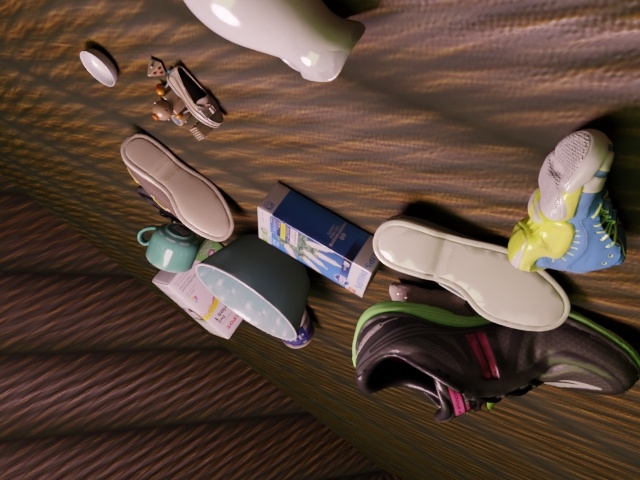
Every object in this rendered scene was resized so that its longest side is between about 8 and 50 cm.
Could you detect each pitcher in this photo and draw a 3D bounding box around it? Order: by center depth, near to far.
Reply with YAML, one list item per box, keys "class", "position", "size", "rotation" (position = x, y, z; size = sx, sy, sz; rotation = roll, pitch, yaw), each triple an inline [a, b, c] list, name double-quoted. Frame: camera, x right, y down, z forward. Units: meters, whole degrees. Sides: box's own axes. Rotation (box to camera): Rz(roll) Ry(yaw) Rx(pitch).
- class: "pitcher"
  position: [-0.071, -0.276, 0.627]
  size: [0.207, 0.126, 0.177]
  rotation: [32, 174, -22]

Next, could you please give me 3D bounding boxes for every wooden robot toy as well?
- class: "wooden robot toy"
  position: [-0.285, -0.248, 0.989]
  size: [0.076, 0.079, 0.173]
  rotation: [12, 147, 41]

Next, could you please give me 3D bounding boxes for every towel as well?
- class: "towel"
  position: [0.279, 0.190, 1.107]
  size: [0.187, 0.049, 0.282]
  rotation: [5, 141, 47]

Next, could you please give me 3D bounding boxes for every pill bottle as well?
- class: "pill bottle"
  position: [-0.089, 0.241, 1.603]
  size: [0.111, 0.112, 0.187]
  rotation: [22, 153, 27]

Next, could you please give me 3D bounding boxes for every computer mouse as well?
- class: "computer mouse"
  position: [-0.397, -0.102, 1.432]
  size: [0.188, 0.072, 0.272]
  rotation: [25, 167, 16]

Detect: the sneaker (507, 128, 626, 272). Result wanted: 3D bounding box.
- class: "sneaker"
  position: [0.315, -0.035, 0.623]
  size: [0.126, 0.091, 0.240]
  rotation: [12, 152, 6]

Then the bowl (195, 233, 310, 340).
- class: "bowl"
  position: [-0.148, 0.102, 1.357]
  size: [0.311, 0.163, 0.312]
  rotation: [28, 155, 15]

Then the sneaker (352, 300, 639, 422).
- class: "sneaker"
  position: [0.279, 0.226, 0.912]
  size: [0.482, 0.202, 0.185]
  rotation: [-3, 135, 30]

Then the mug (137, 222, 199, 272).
- class: "mug"
  position: [-0.409, 0.009, 1.433]
  size: [0.157, 0.098, 0.129]
  rotation: [14, -155, -28]

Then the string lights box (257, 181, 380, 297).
- class: "string lights box"
  position: [0.000, 0.000, 1.079]
  size: [0.259, 0.077, 0.133]
  rotation: [30, 155, 11]

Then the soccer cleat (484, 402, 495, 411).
- class: "soccer cleat"
  position: [0.344, 0.351, 1.288]
  size: [0.178, 0.072, 0.060]
  rotation: [20, 152, 30]

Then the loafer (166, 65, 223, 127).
- class: "loafer"
  position: [-0.219, -0.255, 0.938]
  size: [0.125, 0.045, 0.039]
  rotation: [45, 148, -16]

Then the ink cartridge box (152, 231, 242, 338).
- class: "ink cartridge box"
  position: [-0.336, 0.138, 1.620]
  size: [0.117, 0.201, 0.278]
  rotation: [6, 144, 48]

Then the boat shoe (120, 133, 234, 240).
- class: "boat shoe"
  position: [-0.340, -0.117, 1.269]
  size: [0.324, 0.117, 0.096]
  rotation: [42, 160, -5]

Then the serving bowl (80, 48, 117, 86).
- class: "serving bowl"
  position: [-0.440, -0.352, 1.060]
  size: [0.083, 0.027, 0.083]
  rotation: [29, 156, 14]

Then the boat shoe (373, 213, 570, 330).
- class: "boat shoe"
  position: [0.243, 0.041, 0.857]
  size: [0.319, 0.116, 0.099]
  rotation: [23, -162, 10]
